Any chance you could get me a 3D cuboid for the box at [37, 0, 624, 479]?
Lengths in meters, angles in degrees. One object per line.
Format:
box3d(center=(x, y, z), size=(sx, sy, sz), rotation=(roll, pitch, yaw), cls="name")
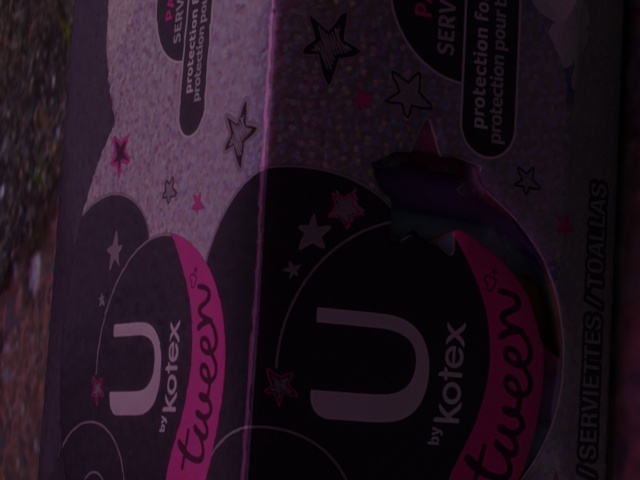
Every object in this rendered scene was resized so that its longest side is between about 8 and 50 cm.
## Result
box3d(center=(0.000, 0.000, 0.651), size=(0.163, 0.142, 0.247), rotation=(-7, 78, 59), cls="box")
